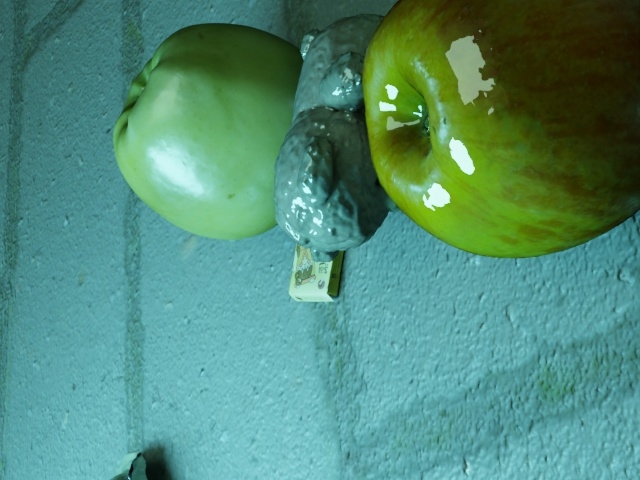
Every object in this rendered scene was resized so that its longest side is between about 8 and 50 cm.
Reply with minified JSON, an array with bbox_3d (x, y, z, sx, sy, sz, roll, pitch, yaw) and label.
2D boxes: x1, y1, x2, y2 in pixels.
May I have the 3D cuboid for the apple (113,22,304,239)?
[{"bbox_3d":[-0.118,-0.138,1.237,0.262,0.262,0.262,-20,62,43],"label":"apple"}]

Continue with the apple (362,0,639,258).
[{"bbox_3d":[0.166,-0.130,0.895,0.302,0.302,0.301,-20,62,43],"label":"apple"}]

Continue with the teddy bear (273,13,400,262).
[{"bbox_3d":[0.033,-0.116,1.078,0.151,0.236,0.267,3,60,9],"label":"teddy bear"}]

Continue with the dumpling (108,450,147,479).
[{"bbox_3d":[-0.269,0.420,1.288,0.175,0.243,0.226,38,131,8],"label":"dumpling"}]

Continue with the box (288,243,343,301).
[{"bbox_3d":[0.000,0.000,1.220,0.073,0.020,0.149,-4,73,47],"label":"box"}]
